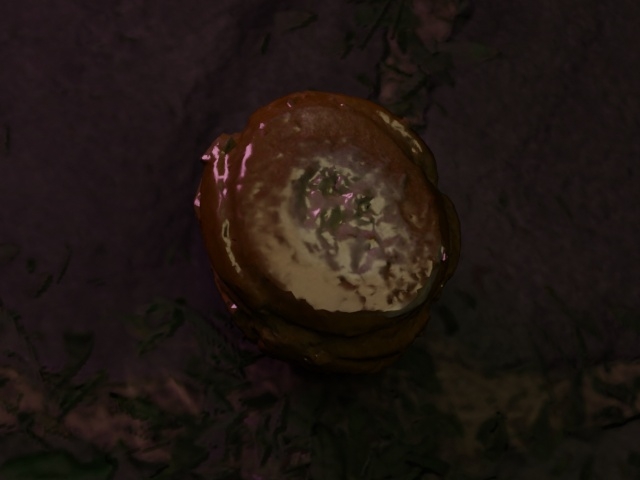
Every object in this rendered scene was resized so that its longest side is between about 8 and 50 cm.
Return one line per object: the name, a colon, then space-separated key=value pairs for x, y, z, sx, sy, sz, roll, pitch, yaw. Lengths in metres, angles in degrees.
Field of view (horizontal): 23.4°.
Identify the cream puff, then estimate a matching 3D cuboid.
cream puff: x=0.002 y=0.000 z=0.775 sx=0.126 sy=0.103 sz=0.144 roll=-25 pitch=75 yaw=-17
